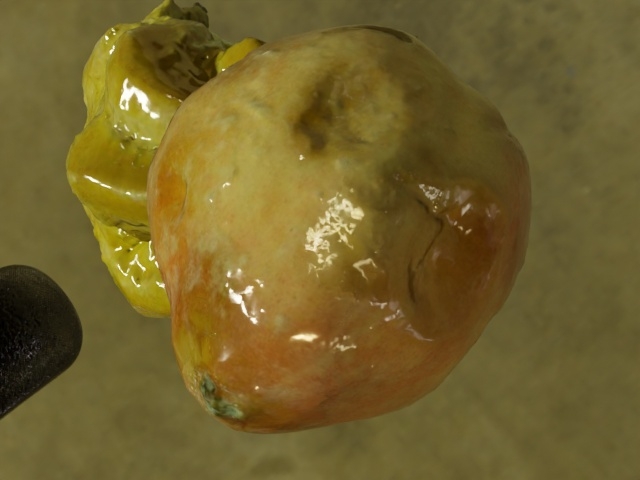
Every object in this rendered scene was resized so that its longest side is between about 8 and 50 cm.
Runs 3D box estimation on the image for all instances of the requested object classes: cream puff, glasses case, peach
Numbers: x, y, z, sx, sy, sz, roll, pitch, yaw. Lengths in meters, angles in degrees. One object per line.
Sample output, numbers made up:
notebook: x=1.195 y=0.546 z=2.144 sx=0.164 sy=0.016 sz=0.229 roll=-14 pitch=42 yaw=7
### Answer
cream puff: x=-0.062 y=-0.036 z=1.430 sx=0.323 sy=0.270 sz=0.274 roll=8 pitch=110 yaw=18
glasses case: x=-0.367 y=0.143 z=1.797 sx=0.122 sy=0.321 sz=0.082 roll=53 pitch=154 yaw=-2
peach: x=0.000 y=0.000 z=1.037 sx=0.214 sy=0.235 sz=0.214 roll=17 pitch=138 yaw=16
